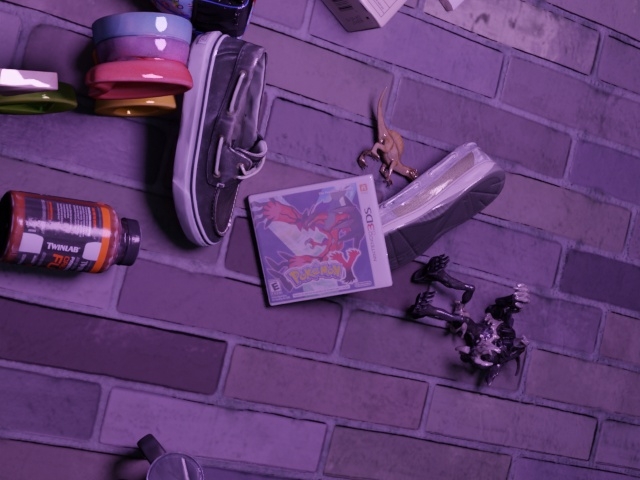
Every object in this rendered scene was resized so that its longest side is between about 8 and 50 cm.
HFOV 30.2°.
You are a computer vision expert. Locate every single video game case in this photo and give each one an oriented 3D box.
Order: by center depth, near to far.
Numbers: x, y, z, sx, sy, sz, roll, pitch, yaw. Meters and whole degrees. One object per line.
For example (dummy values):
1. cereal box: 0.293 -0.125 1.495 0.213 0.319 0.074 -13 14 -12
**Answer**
1. video game case: 0.000 0.000 1.879 0.201 0.023 0.183 -10 100 8

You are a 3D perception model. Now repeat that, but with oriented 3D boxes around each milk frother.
1. milk frother: -0.252 0.376 1.771 0.129 0.135 0.143 35 73 6

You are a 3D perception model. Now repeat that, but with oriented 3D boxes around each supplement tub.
1. supplement tub: -0.360 -0.009 1.699 0.198 0.106 0.106 8 90 -28

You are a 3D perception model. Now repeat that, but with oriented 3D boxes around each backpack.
1. backpack: -0.182 -0.382 1.747 0.173 0.117 0.158 11 57 -1

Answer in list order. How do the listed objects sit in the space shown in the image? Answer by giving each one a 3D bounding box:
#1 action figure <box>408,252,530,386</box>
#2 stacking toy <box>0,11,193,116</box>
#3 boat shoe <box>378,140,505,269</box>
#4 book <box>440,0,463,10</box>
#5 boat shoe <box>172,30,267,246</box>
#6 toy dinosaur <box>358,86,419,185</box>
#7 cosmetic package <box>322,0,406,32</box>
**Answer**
1. action figure: 0.281 0.145 2.038 0.276 0.141 0.164 33 67 -25
2. stacking toy: -0.318 -0.254 1.613 0.280 0.309 0.130 -2 87 -18
3. boat shoe: 0.153 -0.052 1.966 0.320 0.103 0.118 -33 147 -7
4. book: 0.243 -0.475 2.028 0.144 0.035 0.096 -47 117 -19
5. boat shoe: -0.139 -0.135 1.742 0.121 0.119 0.335 -46 146 -56
6. toy dinosaur: 0.106 -0.158 1.977 0.092 0.053 0.183 -45 121 -34
7. cosmetic package: 0.121 -0.499 1.912 0.309 0.113 0.160 -49 114 -17
